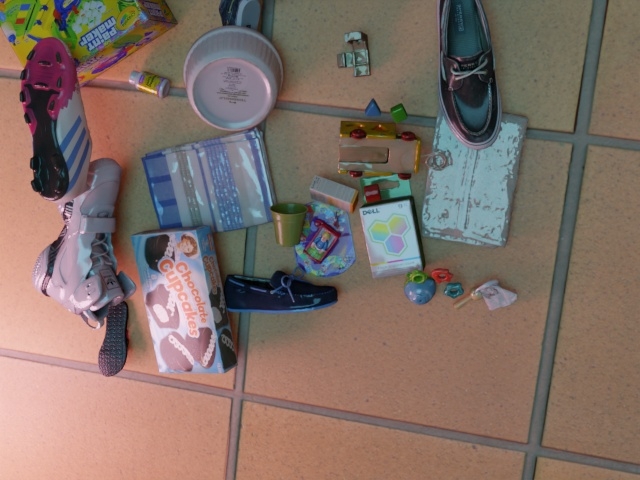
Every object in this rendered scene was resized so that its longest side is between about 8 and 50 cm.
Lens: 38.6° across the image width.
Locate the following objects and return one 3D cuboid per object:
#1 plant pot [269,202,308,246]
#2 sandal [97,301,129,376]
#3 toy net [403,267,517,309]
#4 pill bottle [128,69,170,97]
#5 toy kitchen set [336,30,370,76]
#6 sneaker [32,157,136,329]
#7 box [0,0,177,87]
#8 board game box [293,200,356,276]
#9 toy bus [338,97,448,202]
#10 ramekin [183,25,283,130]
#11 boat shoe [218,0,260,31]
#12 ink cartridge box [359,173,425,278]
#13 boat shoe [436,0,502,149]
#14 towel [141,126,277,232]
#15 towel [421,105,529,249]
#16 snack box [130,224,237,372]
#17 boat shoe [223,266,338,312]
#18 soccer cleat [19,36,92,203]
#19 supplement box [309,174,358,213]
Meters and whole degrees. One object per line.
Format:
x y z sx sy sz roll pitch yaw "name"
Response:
-0.068 -0.031 1.942 0.083 0.083 0.079 7 110 11 "plant pot"
-0.470 0.226 2.108 0.067 0.040 0.179 7 87 6 "sandal"
0.291 0.092 1.891 0.232 0.045 0.122 1 133 2 "toy net"
-0.371 -0.341 1.979 0.083 0.043 0.043 20 103 8 "pill bottle"
0.060 -0.377 1.860 0.068 0.075 0.083 -5 94 14 "toy kitchen set"
-0.483 0.013 1.995 0.210 0.137 0.366 38 111 23 "sneaker"
-0.511 -0.503 1.913 0.290 0.177 0.279 -28 93 15 "box"
0.000 0.000 1.962 0.133 0.033 0.169 -8 97 14 "board game box"
0.128 -0.192 1.859 0.191 0.104 0.202 -37 113 22 "toy bus"
-0.179 -0.322 1.863 0.207 0.109 0.207 -1 125 -2 "ramekin"
-0.178 -0.434 1.917 0.083 0.065 0.183 41 127 37 "boat shoe"
0.147 -0.033 1.908 0.109 0.062 0.209 -9 97 14 "ink cartridge box"
0.277 -0.343 1.771 0.121 0.119 0.335 -12 89 7 "boat shoe"
-0.239 -0.119 1.995 0.285 0.034 0.209 -10 99 16 "towel"
0.311 -0.129 1.864 0.187 0.049 0.282 11 100 10 "towel"
-0.300 0.132 2.009 0.187 0.060 0.322 -5 101 31 "snack box"
-0.093 0.107 1.964 0.258 0.109 0.089 -3 98 11 "boat shoe"
-0.529 -0.243 1.860 0.116 0.143 0.331 4 98 19 "soccer cleat"
0.029 -0.097 1.920 0.098 0.062 0.036 21 76 8 "supplement box"
